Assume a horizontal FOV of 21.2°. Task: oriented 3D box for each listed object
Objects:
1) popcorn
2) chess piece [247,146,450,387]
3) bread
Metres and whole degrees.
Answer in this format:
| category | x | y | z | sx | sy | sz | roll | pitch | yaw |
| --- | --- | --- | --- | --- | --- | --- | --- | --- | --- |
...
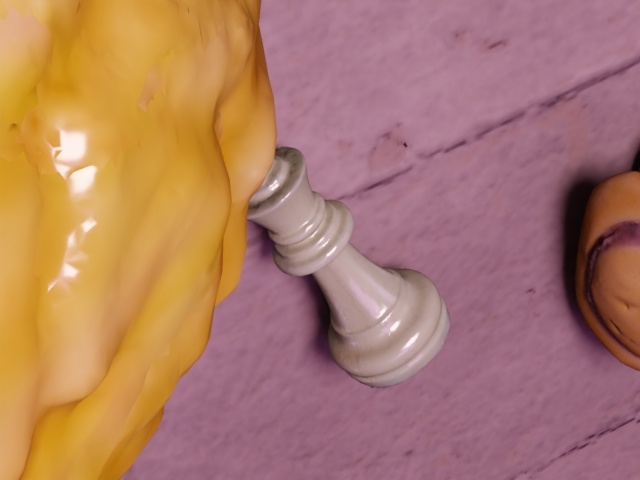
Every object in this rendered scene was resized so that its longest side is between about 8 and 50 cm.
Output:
| category | x | y | z | sx | sy | sz | roll | pitch | yaw |
| --- | --- | --- | --- | --- | --- | --- | --- | --- | --- |
| popcorn | -0.178 | -0.018 | 0.450 | 0.354 | 0.344 | 0.390 | -15 | 118 | -16 |
| chess piece | 0.000 | 0.000 | 0.760 | 0.059 | 0.059 | 0.149 | -40 | 125 | -3 |
| bread | 0.231 | -0.017 | 0.867 | 0.225 | 0.081 | 0.134 | -21 | 132 | -21 |
